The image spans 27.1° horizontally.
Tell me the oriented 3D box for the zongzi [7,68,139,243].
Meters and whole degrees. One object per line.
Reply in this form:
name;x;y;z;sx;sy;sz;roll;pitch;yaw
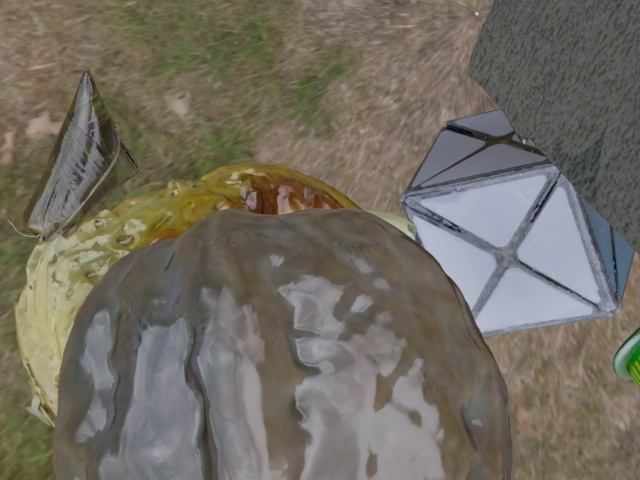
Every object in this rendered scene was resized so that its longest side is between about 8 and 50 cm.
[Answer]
zongzi;-0.336;-0.103;1.733;0.084;0.187;0.184;23;147;29

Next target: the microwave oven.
microwave oven;0.405;-0.206;1.527;0.236;0.432;0.374;3;123;-28

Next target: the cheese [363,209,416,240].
cheese;0.000;0.000;1.726;0.251;0.127;0.054;14;142;-4

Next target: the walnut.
walnut;-0.017;0.093;0.616;0.224;0.224;0.224;1;100;7

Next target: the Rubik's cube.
Rubik's cube;0.295;-0.038;1.906;0.255;0.259;0.260;-13;117;27

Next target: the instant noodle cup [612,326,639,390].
instant noodle cup;0.311;0.134;0.782;0.207;0.207;0.232;-26;67;10

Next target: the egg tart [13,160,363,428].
egg tart;-0.047;0.107;1.027;0.339;0.351;0.153;50;138;4
